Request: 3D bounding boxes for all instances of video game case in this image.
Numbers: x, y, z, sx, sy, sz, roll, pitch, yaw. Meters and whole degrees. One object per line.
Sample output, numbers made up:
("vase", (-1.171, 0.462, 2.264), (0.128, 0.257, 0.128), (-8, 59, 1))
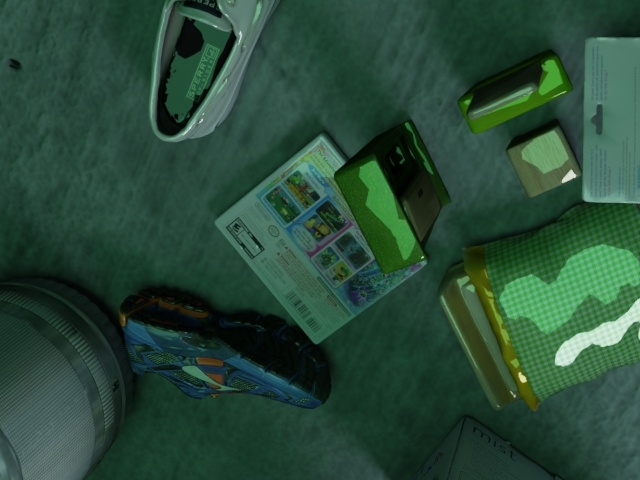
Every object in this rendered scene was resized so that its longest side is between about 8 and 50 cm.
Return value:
("video game case", (0.000, 0.000, 1.214), (0.143, 0.019, 0.157), (-38, 95, 21))

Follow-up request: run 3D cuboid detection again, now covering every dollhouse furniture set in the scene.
("dollhouse furniture set", (0.178, 0.017, 1.103), (0.197, 0.151, 0.302), (-24, 101, 20))

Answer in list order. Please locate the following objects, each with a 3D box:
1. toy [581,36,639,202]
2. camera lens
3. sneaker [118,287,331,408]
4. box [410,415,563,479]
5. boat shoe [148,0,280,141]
("toy", (0.334, -0.093, 1.052), (0.237, 0.056, 0.137), (1, 83, 7))
("camera lens", (-0.325, 0.174, 1.202), (0.219, 0.274, 0.219), (7, 113, 18))
("sneaker", (-0.093, 0.117, 1.253), (0.221, 0.083, 0.087), (19, 125, 13))
("box", (0.188, 0.316, 1.156), (0.262, 0.231, 0.127), (36, 110, 0))
("boat shoe", (-0.094, -0.211, 1.129), (0.096, 0.088, 0.268), (27, 112, 4))
